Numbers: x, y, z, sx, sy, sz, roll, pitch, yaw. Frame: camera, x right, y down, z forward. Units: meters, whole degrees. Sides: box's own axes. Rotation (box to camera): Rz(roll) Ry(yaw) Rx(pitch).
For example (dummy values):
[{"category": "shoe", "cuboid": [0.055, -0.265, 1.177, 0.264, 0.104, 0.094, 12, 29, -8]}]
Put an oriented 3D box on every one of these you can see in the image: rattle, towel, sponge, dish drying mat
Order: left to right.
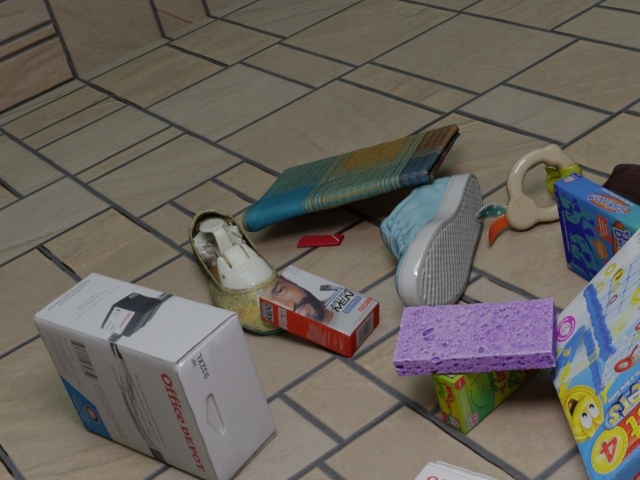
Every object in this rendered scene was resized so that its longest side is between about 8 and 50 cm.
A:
[{"category": "dish drying mat", "cuboid": [0.000, 0.000, 1.973, 0.083, 0.008, 0.032, -3, 34, 22]}, {"category": "towel", "cuboid": [0.059, -0.115, 2.005, 0.370, 0.040, 0.271, -13, 19, 25]}, {"category": "sponge", "cuboid": [0.207, 0.128, 1.453, 0.210, 0.031, 0.117, -6, 33, 18]}, {"category": "rattle", "cuboid": [0.344, -0.075, 1.873, 0.200, 0.130, 0.143, -45, 21, 3]}]

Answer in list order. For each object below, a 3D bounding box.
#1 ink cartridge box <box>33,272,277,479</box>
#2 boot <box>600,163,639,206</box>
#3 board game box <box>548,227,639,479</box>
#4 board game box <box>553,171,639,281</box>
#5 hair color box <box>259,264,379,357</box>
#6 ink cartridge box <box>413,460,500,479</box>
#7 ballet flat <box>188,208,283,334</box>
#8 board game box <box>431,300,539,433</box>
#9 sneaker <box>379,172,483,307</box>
[{"category": "ink cartridge box", "cuboid": [-0.235, 0.191, 1.560, 0.307, 0.223, 0.129, 12, 40, 39]}, {"category": "boot", "cuboid": [0.530, -0.057, 1.726, 0.248, 0.090, 0.207, 9, 41, 42]}, {"category": "board game box", "cuboid": [0.421, 0.121, 1.317, 0.308, 0.086, 0.302, -52, 20, 23]}, {"category": "board game box", "cuboid": [0.431, 0.009, 1.599, 0.047, 0.160, 0.210, -26, 31, -15]}, {"category": "hair color box", "cuboid": [-0.002, 0.109, 1.711, 0.167, 0.053, 0.093, 20, 45, 25]}, {"category": "ink cartridge box", "cuboid": [0.138, 0.365, 1.224, 0.158, 0.092, 0.218, 11, 42, 39]}, {"category": "ballet flat", "cuboid": [-0.148, 0.040, 1.874, 0.123, 0.123, 0.348, -24, 31, -13]}, {"category": "board game box", "cuboid": [0.235, 0.171, 1.493, 0.181, 0.092, 0.043, -34, 34, -28]}, {"category": "sneaker", "cuboid": [0.160, 0.012, 1.775, 0.150, 0.135, 0.366, -10, 21, 26]}]
